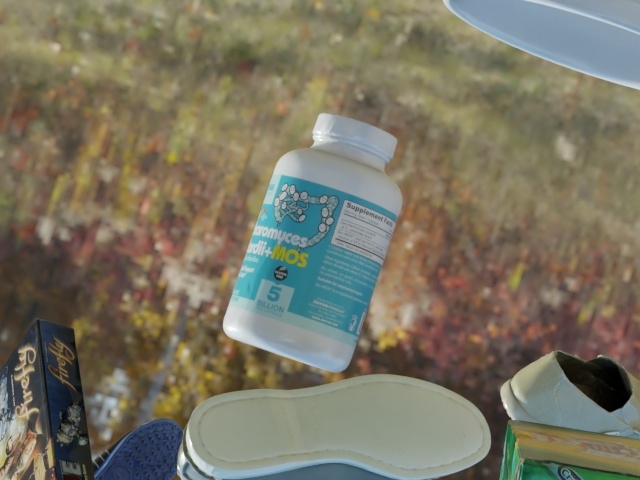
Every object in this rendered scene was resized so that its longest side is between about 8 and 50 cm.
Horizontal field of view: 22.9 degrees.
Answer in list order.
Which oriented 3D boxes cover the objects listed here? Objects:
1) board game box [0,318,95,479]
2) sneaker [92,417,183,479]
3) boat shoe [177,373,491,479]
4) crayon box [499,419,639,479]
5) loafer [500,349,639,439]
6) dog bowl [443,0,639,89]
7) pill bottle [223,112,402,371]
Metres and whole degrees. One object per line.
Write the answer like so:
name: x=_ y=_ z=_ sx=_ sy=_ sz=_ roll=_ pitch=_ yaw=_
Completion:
board game box: x=-0.265 y=0.213 z=1.422 sx=0.042 sy=0.165 sz=0.243 roll=20 pitch=-146 yaw=-31
sneaker: x=-0.254 y=0.286 z=1.855 sx=0.090 sy=0.081 sz=0.232 roll=-18 pitch=-167 yaw=42
boat shoe: x=0.012 y=0.197 z=1.516 sx=0.305 sy=0.109 sz=0.091 roll=1 pitch=147 yaw=-20
crayon box: x=0.215 y=0.192 z=1.139 sx=0.165 sy=0.081 sz=0.278 roll=9 pitch=179 yaw=5
loafer: x=0.334 y=0.188 z=1.792 sx=0.268 sy=0.092 sz=0.102 roll=11 pitch=-138 yaw=-29
dog bowl: x=0.240 y=-0.203 z=1.292 sx=0.265 sy=0.104 sz=0.265 roll=20 pitch=180 yaw=0
pill bottle: x=0.000 y=0.000 z=1.719 sx=0.146 sy=0.264 sz=0.146 roll=18 pitch=175 yaw=2
